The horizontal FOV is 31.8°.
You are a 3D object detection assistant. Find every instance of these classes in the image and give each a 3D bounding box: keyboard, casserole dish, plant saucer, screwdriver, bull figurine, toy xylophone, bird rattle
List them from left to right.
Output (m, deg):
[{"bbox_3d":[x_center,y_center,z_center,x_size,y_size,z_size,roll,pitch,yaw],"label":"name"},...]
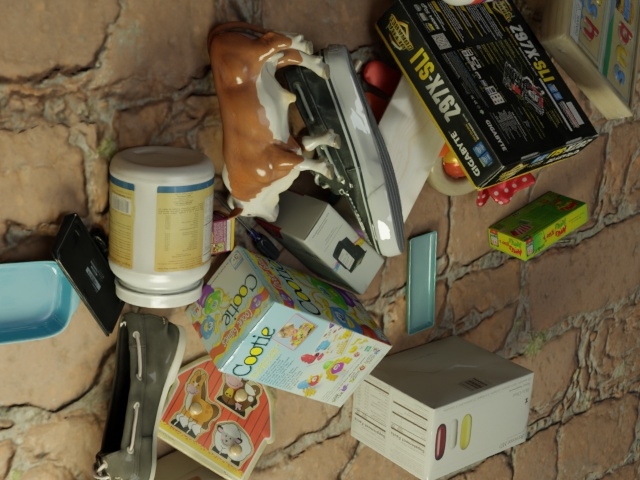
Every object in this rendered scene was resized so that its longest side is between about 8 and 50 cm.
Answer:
[{"bbox_3d":[-0.414,0.079,1.506,0.188,0.037,0.114,-5,109,-41],"label":"casserole dish"},{"bbox_3d":[-0.318,0.040,1.563,0.180,0.023,0.108,68,30,-44],"label":"keyboard"},{"bbox_3d":[-0.118,-0.024,1.743,0.024,0.025,0.170,-52,124,-12],"label":"screwdriver"},{"bbox_3d":[-0.074,-0.164,1.623,0.101,0.188,0.311,-56,138,-61],"label":"bull figurine"},{"bbox_3d":[0.098,-0.162,1.813,0.236,0.081,0.323,35,89,-18],"label":"toy xylophone"},{"bbox_3d":[0.181,0.076,2.040,0.067,0.018,0.192,-17,116,-36],"label":"plant saucer"},{"bbox_3d":[0.264,-0.161,1.982,0.206,0.143,0.254,-21,133,-21],"label":"bird rattle"}]

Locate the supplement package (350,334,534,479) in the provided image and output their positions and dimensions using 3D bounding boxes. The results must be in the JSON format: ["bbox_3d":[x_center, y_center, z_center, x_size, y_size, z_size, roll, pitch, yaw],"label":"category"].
[{"bbox_3d":[0.220,0.297,2.031,0.261,0.204,0.145,-13,115,-38],"label":"supplement package"}]

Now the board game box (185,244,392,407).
[{"bbox_3d":[-0.047,0.138,1.753,0.275,0.142,0.144,25,110,-44],"label":"board game box"}]

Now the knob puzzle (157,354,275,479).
[{"bbox_3d":[-0.147,0.256,1.741,0.213,0.030,0.213,12,61,-23],"label":"knob puzzle"}]

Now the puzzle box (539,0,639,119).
[{"bbox_3d":[0.494,-0.452,1.979,0.272,0.052,0.409,33,60,-44],"label":"puzzle box"}]

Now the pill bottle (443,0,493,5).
[{"bbox_3d":[0.332,-0.472,1.748,0.322,0.181,0.182,-10,114,-16],"label":"pill bottle"}]

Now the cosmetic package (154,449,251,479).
[{"bbox_3d":[-0.255,0.443,1.724,0.296,0.129,0.153,-23,121,-33],"label":"cosmetic package"}]

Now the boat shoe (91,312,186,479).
[{"bbox_3d":[-0.283,0.265,1.613,0.095,0.112,0.335,22,69,-27],"label":"boat shoe"}]

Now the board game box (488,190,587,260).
[{"bbox_3d":[0.418,-0.030,2.153,0.181,0.092,0.043,-29,125,-30],"label":"board game box"}]

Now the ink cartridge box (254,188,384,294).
[{"bbox_3d":[0.000,0.000,1.775,0.072,0.127,0.175,-57,134,-11],"label":"ink cartridge box"}]

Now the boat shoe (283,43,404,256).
[{"bbox_3d":[0.037,-0.128,1.713,0.121,0.119,0.335,-50,123,-74],"label":"boat shoe"}]

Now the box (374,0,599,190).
[{"bbox_3d":[0.267,-0.256,1.796,0.257,0.079,0.322,-20,74,-41],"label":"box"}]

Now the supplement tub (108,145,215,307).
[{"bbox_3d":[-0.222,-0.021,1.560,0.144,0.144,0.200,-10,113,-38],"label":"supplement tub"}]

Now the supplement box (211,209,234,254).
[{"bbox_3d":[-0.173,-0.009,1.677,0.083,0.043,0.055,-11,115,-39],"label":"supplement box"}]
